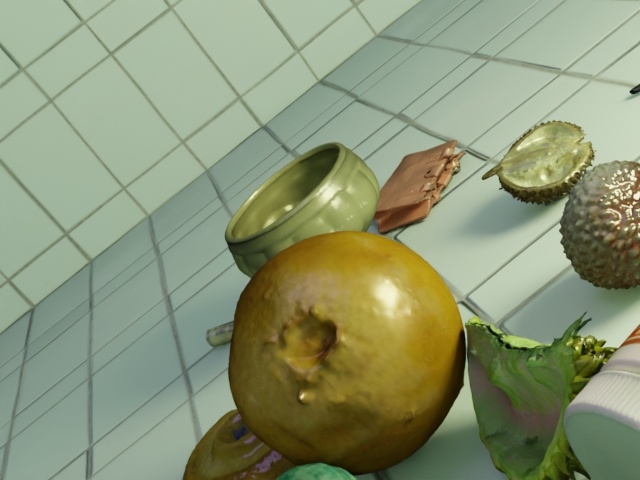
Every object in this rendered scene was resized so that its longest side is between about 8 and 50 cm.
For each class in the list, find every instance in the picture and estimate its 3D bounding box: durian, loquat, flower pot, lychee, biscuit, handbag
[{"bbox_3d":[0.360,-0.114,1.549,0.189,0.091,0.148,-10,54,15],"label":"durian"},{"bbox_3d":[0.035,0.145,1.230,0.328,0.328,0.328,-33,21,14],"label":"loquat"},{"bbox_3d":[0.000,0.000,1.709,0.307,0.244,0.307,-34,19,13],"label":"flower pot"},{"bbox_3d":[0.391,-0.025,1.203,0.165,0.165,0.197,-52,-8,-33],"label":"lychee"},{"bbox_3d":[0.230,0.171,1.033,0.158,0.169,0.352,-42,5,-7],"label":"durian"},{"bbox_3d":[-0.104,0.324,1.405,0.274,0.091,0.213,-20,25,35],"label":"biscuit"},{"bbox_3d":[0.192,-0.112,1.889,0.157,0.059,0.212,-17,28,45],"label":"handbag"}]

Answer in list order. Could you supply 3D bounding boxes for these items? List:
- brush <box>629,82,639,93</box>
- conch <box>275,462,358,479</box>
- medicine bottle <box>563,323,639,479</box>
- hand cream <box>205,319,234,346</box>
[{"bbox_3d":[0.626,-0.309,1.638,0.193,0.016,0.063,-34,20,11],"label":"brush"},{"bbox_3d":[0.004,0.357,1.097,0.202,0.196,0.134,-25,-13,0],"label":"conch"},{"bbox_3d":[0.369,0.140,0.762,0.241,0.252,0.252,-44,21,-13],"label":"medicine bottle"},{"bbox_3d":[-0.167,0.177,1.919,0.143,0.039,0.061,-23,17,14],"label":"hand cream"}]
